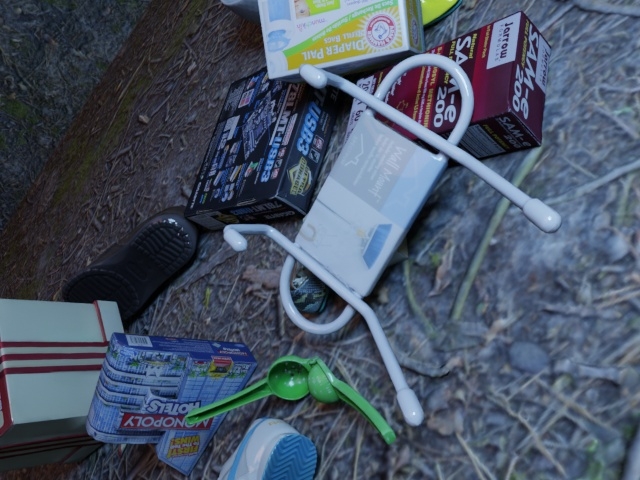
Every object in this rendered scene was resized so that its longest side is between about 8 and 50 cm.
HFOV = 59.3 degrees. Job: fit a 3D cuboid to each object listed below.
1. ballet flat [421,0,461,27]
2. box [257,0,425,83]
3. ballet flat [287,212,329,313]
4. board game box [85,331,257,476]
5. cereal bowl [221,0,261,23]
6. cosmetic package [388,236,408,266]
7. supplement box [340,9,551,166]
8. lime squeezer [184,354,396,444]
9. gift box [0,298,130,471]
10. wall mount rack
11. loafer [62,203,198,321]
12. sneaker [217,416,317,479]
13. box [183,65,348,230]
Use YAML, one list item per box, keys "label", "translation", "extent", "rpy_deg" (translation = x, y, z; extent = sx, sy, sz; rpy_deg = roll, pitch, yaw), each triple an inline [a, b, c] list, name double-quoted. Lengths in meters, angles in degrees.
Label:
- label: "ballet flat"
  translation: [0.100, -0.347, 0.834]
  extent: [0.231, 0.077, 0.077]
  rpy_deg: [5, 70, 51]
- label: "box"
  translation: [0.032, -0.289, 0.767]
  extent: [0.203, 0.103, 0.114]
  rpy_deg: [-5, 99, 24]
- label: "ballet flat"
  translation: [0.000, 0.000, 0.736]
  extent: [0.070, 0.070, 0.189]
  rpy_deg: [-2, 65, 50]
- label: "board game box"
  translation: [-0.211, 0.232, 0.778]
  extent: [0.060, 0.194, 0.194]
  rpy_deg: [38, 113, 55]
- label: "cereal bowl"
  translation: [-0.045, -0.566, 1.097]
  extent: [0.339, 0.141, 0.339]
  rpy_deg: [-30, 46, 37]
- label: "cosmetic package"
  translation: [0.071, -0.025, 0.690]
  extent: [0.060, 0.041, 0.115]
  rpy_deg: [-25, 50, 37]
- label: "supplement box"
  translation: [0.139, -0.157, 0.667]
  extent: [0.239, 0.073, 0.130]
  rpy_deg: [-9, 61, 46]
- label: "lime squeezer"
  translation: [-0.026, 0.169, 0.637]
  extent: [0.310, 0.110, 0.059]
  rpy_deg: [-11, 96, 41]
- label: "gift box"
  translation: [-0.476, 0.276, 0.991]
  extent: [0.255, 0.258, 0.277]
  rpy_deg: [-35, 63, 29]
- label: "wall mount rack"
  translation: [0.057, -0.012, 0.566]
  extent: [0.304, 0.130, 0.350]
  rpy_deg: [38, 112, 27]
- label: "loafer"
  translation: [-0.364, 0.052, 1.124]
  extent: [0.365, 0.134, 0.130]
  rpy_deg: [-30, 19, 23]
- label: "sneaker"
  translation: [-0.086, 0.314, 0.635]
  extent: [0.092, 0.087, 0.229]
  rpy_deg: [10, 68, 60]
- label: "box"
  translation: [-0.097, -0.172, 0.964]
  extent: [0.293, 0.073, 0.296]
  rpy_deg: [-5, 63, 48]
